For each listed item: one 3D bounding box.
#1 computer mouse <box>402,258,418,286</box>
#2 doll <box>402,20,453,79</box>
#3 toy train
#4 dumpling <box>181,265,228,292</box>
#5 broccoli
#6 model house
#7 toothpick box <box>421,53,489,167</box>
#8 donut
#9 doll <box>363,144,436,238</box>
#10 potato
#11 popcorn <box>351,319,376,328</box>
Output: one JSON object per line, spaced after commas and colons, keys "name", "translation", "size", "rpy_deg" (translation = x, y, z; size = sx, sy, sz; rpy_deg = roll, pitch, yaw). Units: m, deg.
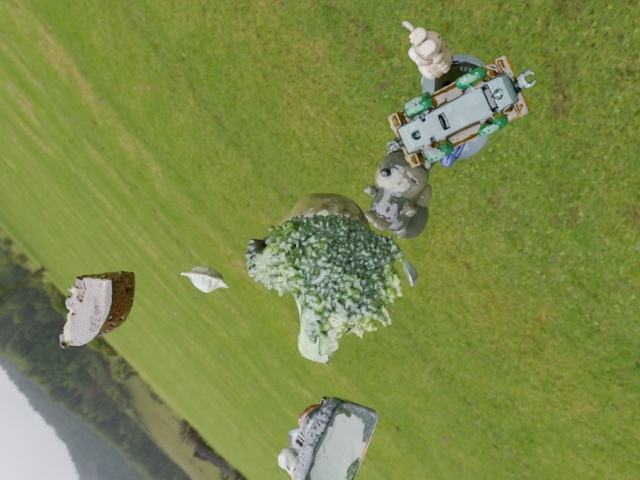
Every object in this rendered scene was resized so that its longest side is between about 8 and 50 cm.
{"name": "computer mouse", "translation": [0.270, 0.092, 1.531], "size": [0.110, 0.032, 0.056], "rpy_deg": [-104, -4, -59]}
{"name": "doll", "translation": [0.328, -0.586, 1.568], "size": [0.119, 0.278, 0.154], "rpy_deg": [-39, 77, 21]}
{"name": "toy train", "translation": [0.386, -0.358, 1.441], "size": [0.429, 0.249, 0.178], "rpy_deg": [-24, 97, 24]}
{"name": "dumpling", "translation": [-0.192, 0.064, 0.872], "size": [0.077, 0.043, 0.059], "rpy_deg": [41, 163, -10]}
{"name": "broccoli", "translation": [0.012, 0.073, 1.045], "size": [0.338, 0.277, 0.317], "rpy_deg": [55, 146, 27]}
{"name": "model house", "translation": [-0.019, 0.551, 1.467], "size": [0.190, 0.271, 0.301], "rpy_deg": [28, 170, -29]}
{"name": "toothpick box", "translation": [0.457, -0.422, 1.752], "size": [0.263, 0.355, 0.263], "rpy_deg": [8, 148, 5]}
{"name": "donut", "translation": [-0.498, 0.156, 1.170], "size": [0.144, 0.126, 0.187], "rpy_deg": [11, 102, 25]}
{"name": "doll", "translation": [0.333, -0.208, 2.094], "size": [0.252, 0.382, 0.378], "rpy_deg": [25, -178, 21]}
{"name": "potato", "translation": [0.000, 0.000, 1.478], "size": [0.243, 0.221, 0.326], "rpy_deg": [35, 136, 14]}
{"name": "popcorn", "translation": [0.117, 0.222, 1.841], "size": [0.226, 0.203, 0.200], "rpy_deg": [27, 173, -8]}
